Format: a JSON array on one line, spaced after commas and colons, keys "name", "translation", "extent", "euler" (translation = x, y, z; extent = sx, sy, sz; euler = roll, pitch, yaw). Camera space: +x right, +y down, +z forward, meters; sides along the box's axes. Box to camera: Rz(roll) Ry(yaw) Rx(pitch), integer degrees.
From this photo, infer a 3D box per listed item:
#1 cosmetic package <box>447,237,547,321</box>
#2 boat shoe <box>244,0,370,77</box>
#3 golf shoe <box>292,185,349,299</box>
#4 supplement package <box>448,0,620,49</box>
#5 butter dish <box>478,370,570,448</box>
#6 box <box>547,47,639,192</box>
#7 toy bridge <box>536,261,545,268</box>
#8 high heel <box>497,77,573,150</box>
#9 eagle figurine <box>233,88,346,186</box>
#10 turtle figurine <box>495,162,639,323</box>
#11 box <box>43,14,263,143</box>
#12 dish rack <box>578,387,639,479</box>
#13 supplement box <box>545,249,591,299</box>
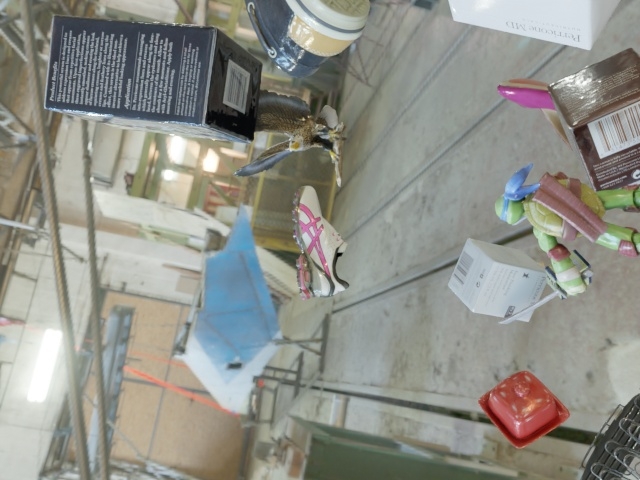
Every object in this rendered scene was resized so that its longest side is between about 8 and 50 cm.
[{"name": "cosmetic package", "translation": [0.470, 0.104, 1.604], "extent": [0.151, 0.184, 0.151], "euler": [-122, 46, -62]}, {"name": "boat shoe", "translation": [-0.071, -0.460, 0.938], "extent": [0.156, 0.187, 0.500], "euler": [-48, 52, 45]}, {"name": "golf shoe", "translation": [0.000, 0.000, 0.962], "extent": [0.067, 0.086, 0.186], "euler": [69, -166, -75]}, {"name": "supplement package", "translation": [0.217, -0.362, 0.586], "extent": [0.175, 0.177, 0.293], "euler": [-57, -33, -10]}, {"name": "butter dish", "translation": [0.469, 0.369, 1.407], "extent": [0.160, 0.160, 0.118], "euler": [52, 167, 45]}, {"name": "box", "translation": [0.551, -0.221, 1.131], "extent": [0.168, 0.167, 0.203], "euler": [-24, 30, 22]}, {"name": "toy bridge", "translation": [0.586, 0.088, 1.846], "extent": [0.026, 0.188, 0.063], "euler": [26, -125, -56]}, {"name": "high heel", "translation": [0.621, -0.327, 1.639], "extent": [0.127, 0.377, 0.181], "euler": [-118, 37, -58]}, {"name": "eagle figurine", "translation": [-0.083, -0.279, 1.645], "extent": [0.225, 0.298, 0.226], "euler": [50, -134, -79]}, {"name": "turtle figurine", "translation": [0.424, -0.016, 0.970], "extent": [0.198, 0.266, 0.274], "euler": [-59, -35, -48]}, {"name": "box", "translation": [-0.376, -0.366, 1.414], "extent": [0.293, 0.396, 0.212], "euler": [-7, -75, -75]}, {"name": "dish rack", "translation": [0.427, 0.301, 0.792], "extent": [0.208, 0.074, 0.271], "euler": [-57, 6, 2]}, {"name": "supplement box", "translation": [0.584, 0.081, 1.425], "extent": [0.056, 0.083, 0.083], "euler": [60, -178, 42]}]
